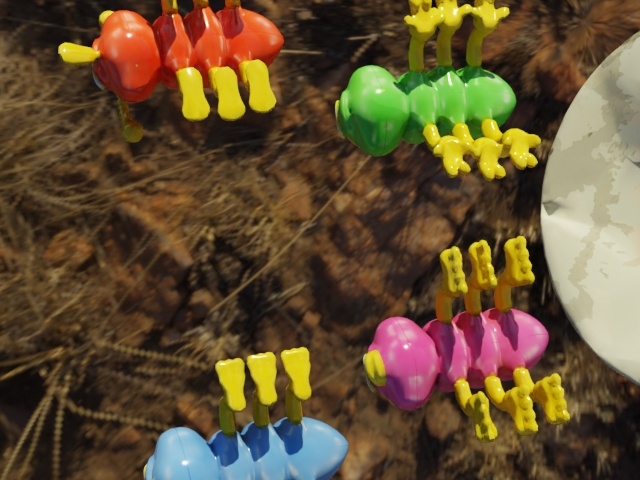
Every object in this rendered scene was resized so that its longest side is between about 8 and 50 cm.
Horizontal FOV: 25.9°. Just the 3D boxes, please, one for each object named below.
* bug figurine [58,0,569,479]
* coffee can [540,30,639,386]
[{"bbox_3d":[0.000,0.000,0.627,0.216,0.072,0.279,-5,79,-15],"label":"bug figurine"},{"bbox_3d":[0.283,-0.006,0.778,0.202,0.275,0.201,-7,80,43],"label":"coffee can"}]
